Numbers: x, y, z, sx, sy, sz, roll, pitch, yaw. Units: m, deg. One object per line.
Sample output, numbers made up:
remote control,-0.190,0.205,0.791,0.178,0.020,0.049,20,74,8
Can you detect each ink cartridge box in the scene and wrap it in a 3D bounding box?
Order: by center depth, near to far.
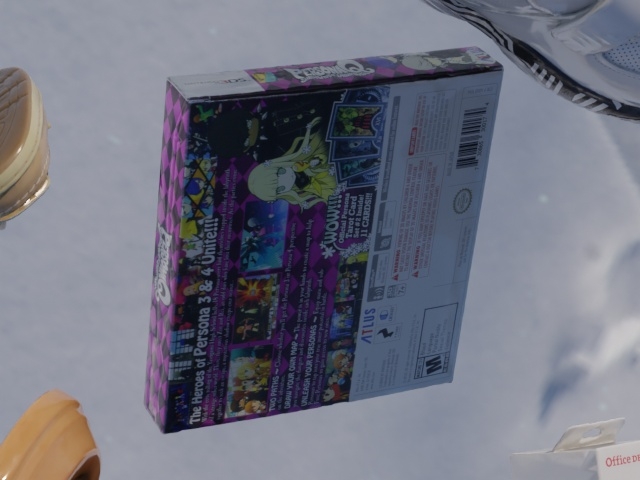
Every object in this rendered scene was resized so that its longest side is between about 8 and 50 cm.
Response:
ink cartridge box,0.219,0.218,1.587,0.092,0.090,0.143,-1,83,-48

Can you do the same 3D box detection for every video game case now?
video game case,0.000,0.000,1.211,0.210,0.042,0.232,-9,123,-25

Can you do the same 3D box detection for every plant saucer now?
plant saucer,-0.168,0.179,1.070,0.200,0.037,0.200,22,90,-85

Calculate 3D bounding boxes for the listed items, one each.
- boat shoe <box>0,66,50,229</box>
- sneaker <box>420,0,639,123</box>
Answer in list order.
boat shoe,-0.266,-0.071,1.613,0.122,0.341,0.110,-35,112,-3
sneaker,0.134,-0.168,1.070,0.137,0.366,0.210,-63,-172,-1
